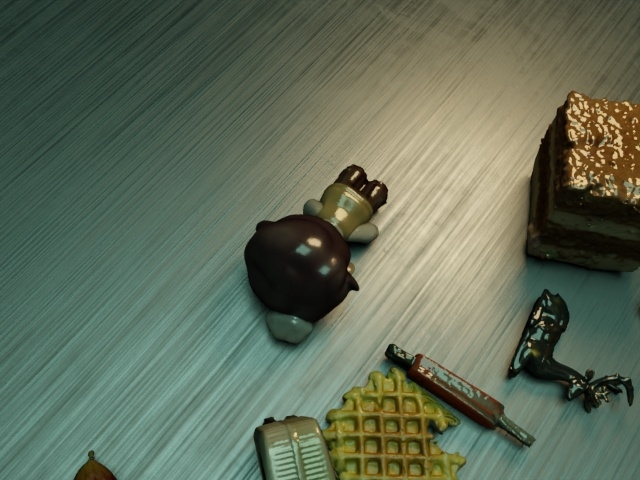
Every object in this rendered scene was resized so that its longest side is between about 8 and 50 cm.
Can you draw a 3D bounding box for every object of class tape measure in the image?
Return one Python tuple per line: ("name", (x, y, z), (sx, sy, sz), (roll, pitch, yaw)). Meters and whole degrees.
("tape measure", (-0.030, 0.412, 1.252), (0.133, 0.271, 0.231), (-11, 81, -12))

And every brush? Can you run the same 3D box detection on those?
("brush", (0.265, 0.289, 1.418), (0.323, 0.070, 0.051), (34, 68, 7))

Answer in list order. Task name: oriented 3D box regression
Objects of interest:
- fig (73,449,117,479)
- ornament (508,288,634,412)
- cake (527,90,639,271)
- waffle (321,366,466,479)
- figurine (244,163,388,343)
("fig", (-0.393, 0.412, 1.288), (0.089, 0.089, 0.125), (-16, 54, -13))
("ornament", (0.509, 0.226, 1.466), (0.236, 0.080, 0.202), (26, 68, 9))
("cake", (0.566, -0.113, 1.513), (0.256, 0.290, 0.282), (12, 63, -1))
("waffle", (0.134, 0.377, 1.370), (0.261, 0.056, 0.250), (42, 68, 12))
("figurine", (-0.009, 0.004, 1.492), (0.218, 0.206, 0.365), (46, 41, -8))
